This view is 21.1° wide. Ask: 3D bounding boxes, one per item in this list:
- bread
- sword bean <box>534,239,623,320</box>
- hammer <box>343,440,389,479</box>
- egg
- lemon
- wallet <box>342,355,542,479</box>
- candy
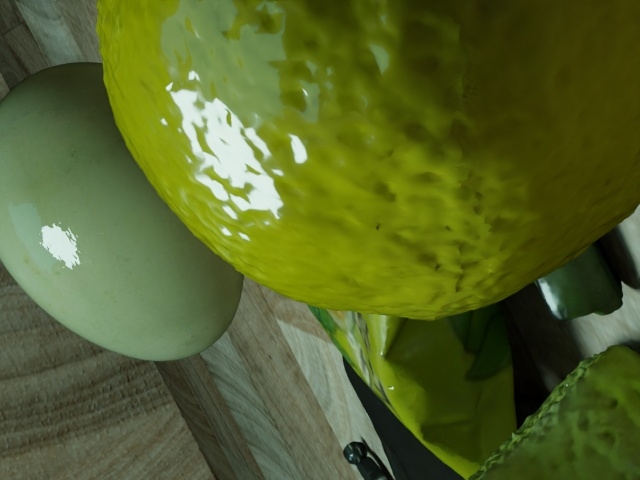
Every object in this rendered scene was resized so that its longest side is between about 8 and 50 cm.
[{"bbox_3d":[0.111,0.113,0.697,0.111,0.114,0.129,52,170,13],"label":"bread"},{"bbox_3d":[0.055,-0.087,0.643,0.043,0.038,0.269,16,135,57],"label":"sword bean"},{"bbox_3d":[0.066,0.256,1.446,0.078,0.021,0.201,48,163,48],"label":"hammer"},{"bbox_3d":[-0.159,-0.020,1.345,0.253,0.188,0.188,58,169,-12],"label":"egg"},{"bbox_3d":[0.025,-0.067,0.487,0.180,0.180,0.193,56,140,24],"label":"lemon"},{"bbox_3d":[0.090,0.141,1.021,0.165,0.042,0.309,66,167,-11],"label":"wallet"},{"bbox_3d":[0.032,0.008,0.793,0.187,0.081,0.297,55,171,50],"label":"candy"}]
